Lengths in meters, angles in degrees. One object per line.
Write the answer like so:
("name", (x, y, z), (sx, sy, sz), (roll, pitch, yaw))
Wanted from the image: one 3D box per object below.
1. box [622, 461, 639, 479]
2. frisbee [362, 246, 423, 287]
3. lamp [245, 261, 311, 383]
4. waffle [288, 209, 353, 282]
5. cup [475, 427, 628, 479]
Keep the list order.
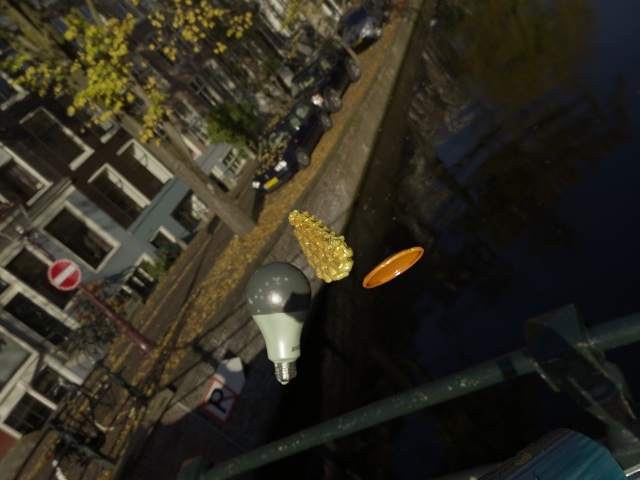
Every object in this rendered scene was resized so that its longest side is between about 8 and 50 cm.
("box", (0.427, 0.434, 0.696), (0.243, 0.135, 0.163), (-33, 8, 10))
("frisbee", (0.193, 0.067, 1.404), (0.191, 0.035, 0.192), (-27, -19, -10))
("lamp", (-0.095, 0.212, 1.409), (0.181, 0.314, 0.182), (-17, 6, 2))
("waffle", (0.000, 0.000, 0.958), (0.046, 0.161, 0.192), (-23, -4, -18))
("cup", (0.241, 0.303, 0.579), (0.155, 0.131, 0.177), (-24, -21, -25))
